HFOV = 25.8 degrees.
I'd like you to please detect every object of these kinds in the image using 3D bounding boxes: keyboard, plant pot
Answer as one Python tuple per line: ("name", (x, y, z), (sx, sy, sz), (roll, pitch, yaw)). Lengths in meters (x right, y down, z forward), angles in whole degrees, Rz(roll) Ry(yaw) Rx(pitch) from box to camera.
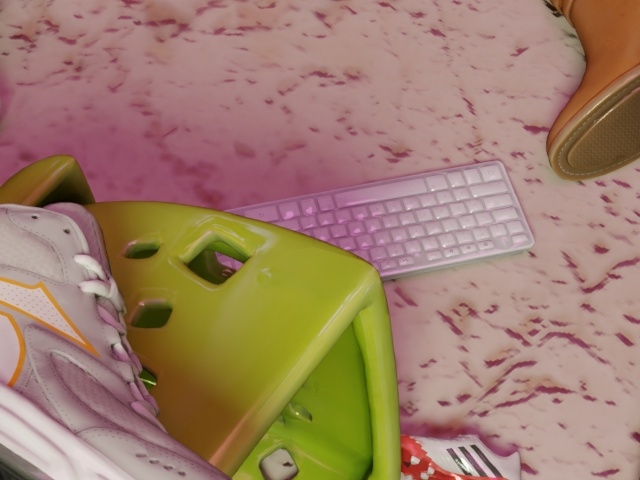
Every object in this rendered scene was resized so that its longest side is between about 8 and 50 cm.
("keyboard", (0.000, 0.000, 0.860), (0.256, 0.014, 0.072), (-11, 59, -8))
("plant pot", (-0.107, 0.107, 0.674), (0.207, 0.228, 0.227), (26, 61, 23))

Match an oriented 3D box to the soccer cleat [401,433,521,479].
("soccer cleat", (0.072, 0.121, 0.779), (0.083, 0.029, 0.036), (18, 51, 6))

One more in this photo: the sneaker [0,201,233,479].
("sneaker", (-0.104, 0.041, 0.528), (0.262, 0.099, 0.121), (28, 58, 29))

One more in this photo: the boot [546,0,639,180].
("boot", (0.188, -0.141, 0.922), (0.197, 0.073, 0.152), (-44, 48, -2))
